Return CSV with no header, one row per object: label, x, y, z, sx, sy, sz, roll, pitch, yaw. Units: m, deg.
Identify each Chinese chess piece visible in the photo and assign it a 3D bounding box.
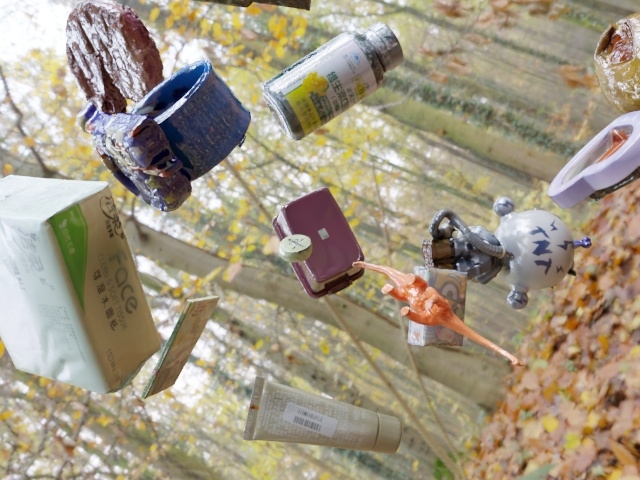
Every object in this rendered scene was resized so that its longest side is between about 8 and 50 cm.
Chinese chess piece,-0.060,0.018,1.691,0.084,0.084,0.034,-47,-40,-44

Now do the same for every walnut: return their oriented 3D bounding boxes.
walnut,0.561,-0.284,1.138,0.298,0.202,0.203,-76,3,-66

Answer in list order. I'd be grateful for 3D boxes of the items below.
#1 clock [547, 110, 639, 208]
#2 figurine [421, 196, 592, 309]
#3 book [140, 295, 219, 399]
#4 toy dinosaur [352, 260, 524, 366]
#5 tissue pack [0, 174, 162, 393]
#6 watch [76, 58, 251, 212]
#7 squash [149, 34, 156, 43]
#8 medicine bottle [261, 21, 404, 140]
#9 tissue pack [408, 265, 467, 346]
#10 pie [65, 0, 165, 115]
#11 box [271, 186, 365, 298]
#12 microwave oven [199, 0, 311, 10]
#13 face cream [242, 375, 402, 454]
clock,0.451,-0.124,1.065,0.172,0.064,0.198,-48,5,-31
figurine,0.427,0.035,1.616,0.186,0.381,0.261,-133,38,-75
book,-0.375,0.280,1.850,0.290,0.026,0.201,-63,-11,5
toy dinosaur,0.156,0.095,0.967,0.101,0.279,0.055,13,-67,-55
tissue pack,-0.543,0.082,1.434,0.205,0.331,0.405,-45,-48,-50
watch,-0.196,-0.153,0.940,0.200,0.196,0.171,-52,-48,-23
squash,-0.497,-0.518,1.767,0.341,0.094,0.095,-34,-32,-85
medicine bottle,0.030,-0.341,1.449,0.293,0.141,0.141,-34,-24,-7
tissue pack,0.224,0.127,1.315,0.108,0.060,0.148,7,-94,-33
pie,-0.354,-0.309,1.181,0.054,0.218,0.205,-40,-48,-42
box,0.000,0.000,1.954,0.193,0.294,0.167,-26,-11,-12
microwave oven,-0.147,-0.511,1.126,0.181,0.294,0.238,-97,15,-61
face cream,0.008,0.399,1.519,0.084,0.340,0.138,144,139,-74
